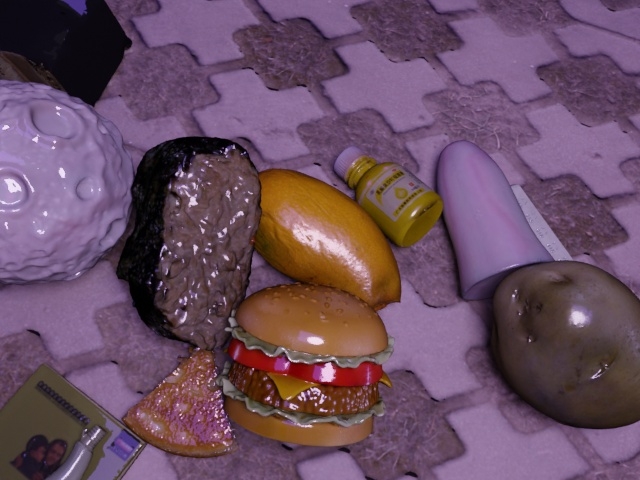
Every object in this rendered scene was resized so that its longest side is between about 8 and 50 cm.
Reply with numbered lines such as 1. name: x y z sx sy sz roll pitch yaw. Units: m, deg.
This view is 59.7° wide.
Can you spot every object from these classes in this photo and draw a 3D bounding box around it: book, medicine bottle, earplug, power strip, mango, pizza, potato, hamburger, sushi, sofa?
1. book: -0.488 0.411 0.906 0.239 0.035 0.352 34 74 8
2. medicine bottle: 0.119 -0.095 1.066 0.122 0.121 0.212 -39 65 -14
3. earplug: 0.300 -0.057 1.055 0.173 0.172 0.301 -12 65 -7
4. power strip: 0.416 -0.025 1.108 0.060 0.027 0.252 -28 75 -12
5. mango: 0.004 -0.002 1.019 0.359 0.144 0.187 34 78 2
6. pizza: -0.212 0.272 0.958 0.201 0.053 0.193 21 72 7
7. potato: 0.424 0.183 0.920 0.243 0.221 0.326 -39 116 5
8. hamburger: -0.019 0.173 0.878 0.275 0.274 0.212 9 94 0
9. sushi: -0.208 0.002 0.922 0.211 0.171 0.349 4 98 -38
10. sofa: -0.529 -0.392 1.099 0.182 0.200 0.258 17 72 14

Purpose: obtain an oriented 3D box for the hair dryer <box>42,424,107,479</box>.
1. hair dryer: -0.403 0.481 0.831 0.298 0.119 0.295 -29 83 -23

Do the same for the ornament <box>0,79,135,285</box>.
1. ornament: -0.472 -0.091 0.928 0.337 0.337 0.336 1 72 -3
